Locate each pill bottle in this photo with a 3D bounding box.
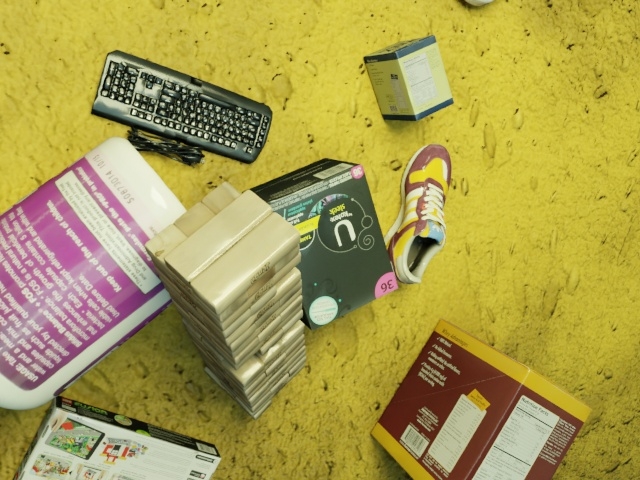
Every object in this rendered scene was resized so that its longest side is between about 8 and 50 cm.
[{"bbox_3d":[-0.263,0.051,0.584,0.301,0.169,0.169,-39,113,-11],"label":"pill bottle"}]

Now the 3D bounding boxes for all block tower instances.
[{"bbox_3d":[-0.077,0.076,0.605,0.091,0.335,0.097,40,66,19],"label":"block tower"}]

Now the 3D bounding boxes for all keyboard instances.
[{"bbox_3d":[-0.147,-0.130,0.668,0.192,0.038,0.100,15,95,-24],"label":"keyboard"}]

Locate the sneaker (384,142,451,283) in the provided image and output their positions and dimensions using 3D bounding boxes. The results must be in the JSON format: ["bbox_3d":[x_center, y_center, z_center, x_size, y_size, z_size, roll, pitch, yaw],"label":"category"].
[{"bbox_3d":[0.137,-0.033,0.782,0.070,0.084,0.185,15,95,-25],"label":"sneaker"}]

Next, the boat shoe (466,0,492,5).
[{"bbox_3d":[0.262,-0.436,0.738,0.113,0.105,0.306,30,88,-25],"label":"boat shoe"}]

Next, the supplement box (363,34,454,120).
[{"bbox_3d":[0.105,-0.194,0.734,0.056,0.083,0.083,-27,111,-16],"label":"supplement box"}]

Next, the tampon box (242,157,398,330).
[{"bbox_3d":[0.000,0.000,0.721,0.120,0.101,0.161,-25,110,-16],"label":"tampon box"}]

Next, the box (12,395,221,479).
[{"bbox_3d":[-0.235,0.269,0.714,0.207,0.036,0.114,28,89,-25],"label":"box"}]

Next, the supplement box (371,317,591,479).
[{"bbox_3d":[0.204,0.240,0.808,0.129,0.191,0.194,33,88,-25],"label":"supplement box"}]

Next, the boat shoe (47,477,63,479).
[{"bbox_3d":[-0.245,0.301,0.672,0.137,0.049,0.043,28,88,-21],"label":"boat shoe"}]
